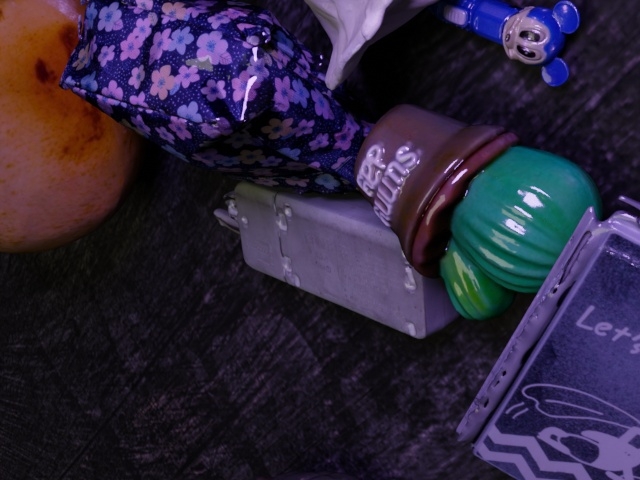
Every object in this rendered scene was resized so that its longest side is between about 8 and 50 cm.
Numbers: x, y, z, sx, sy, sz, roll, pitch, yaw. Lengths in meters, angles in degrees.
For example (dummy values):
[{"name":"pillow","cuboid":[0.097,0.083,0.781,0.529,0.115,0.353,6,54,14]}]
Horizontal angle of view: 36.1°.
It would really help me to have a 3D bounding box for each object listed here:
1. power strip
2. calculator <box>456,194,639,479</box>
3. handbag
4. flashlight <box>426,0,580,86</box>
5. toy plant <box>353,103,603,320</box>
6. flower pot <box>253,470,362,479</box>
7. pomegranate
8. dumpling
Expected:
[{"name":"power strip","cuboid":[0.000,0.000,0.869,0.288,0.053,0.093,21,127,44]},{"name":"calculator","cuboid":[0.202,0.099,0.650,0.165,0.028,0.274,28,135,9]},{"name":"handbag","cuboid":[-0.065,-0.111,0.768,0.228,0.208,0.127,19,88,36]},{"name":"flashlight","cuboid":[0.116,-0.146,0.656,0.121,0.035,0.057,33,134,36]},{"name":"toy plant","cuboid":[0.114,-0.011,0.679,0.200,0.105,0.143,39,128,23]},{"name":"flower pot","cuboid":[-0.020,0.378,0.977,0.302,0.213,0.302,27,129,39]},{"name":"pomegranate","cuboid":[-0.330,-0.126,1.011,0.319,0.319,0.319,28,130,39]},{"name":"dumpling","cuboid":[0.034,-0.188,0.635,0.216,0.126,0.166,-24,56,48]}]
